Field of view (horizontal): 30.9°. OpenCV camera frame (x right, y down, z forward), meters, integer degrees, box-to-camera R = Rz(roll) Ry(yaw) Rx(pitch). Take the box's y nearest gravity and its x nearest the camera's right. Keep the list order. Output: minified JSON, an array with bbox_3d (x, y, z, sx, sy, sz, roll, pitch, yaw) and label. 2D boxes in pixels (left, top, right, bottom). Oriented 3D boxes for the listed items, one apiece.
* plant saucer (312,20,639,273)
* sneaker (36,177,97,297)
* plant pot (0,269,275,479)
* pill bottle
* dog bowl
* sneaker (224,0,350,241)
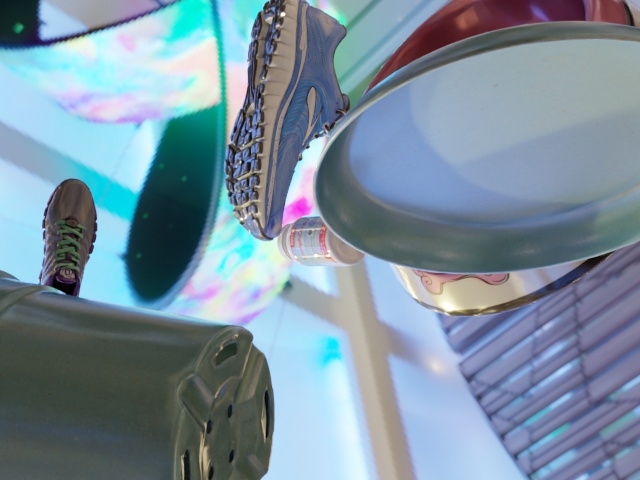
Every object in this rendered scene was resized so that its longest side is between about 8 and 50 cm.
[{"bbox_3d":[0.151,-0.064,0.851,0.317,0.317,0.044,23,-130,-41],"label":"plant saucer"},{"bbox_3d":[-0.361,0.021,1.676,0.083,0.098,0.224,9,-91,-25],"label":"sneaker"},{"bbox_3d":[-0.248,0.206,1.277,0.341,0.334,0.341,2,-90,-70],"label":"plant pot"},{"bbox_3d":[0.000,0.000,1.917,0.087,0.160,0.087,2,-93,-38],"label":"pill bottle"},{"bbox_3d":[0.192,-0.126,1.250,0.150,0.408,0.408,41,-153,-30],"label":"dog bowl"},{"bbox_3d":[-0.030,-0.157,1.548,0.147,0.330,0.130,13,179,-26],"label":"sneaker"}]
